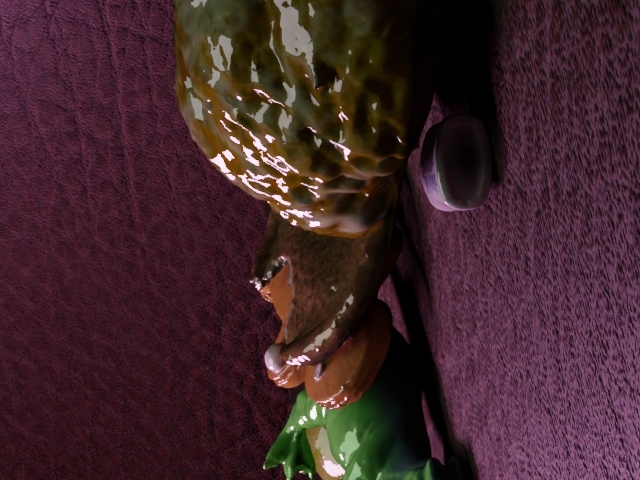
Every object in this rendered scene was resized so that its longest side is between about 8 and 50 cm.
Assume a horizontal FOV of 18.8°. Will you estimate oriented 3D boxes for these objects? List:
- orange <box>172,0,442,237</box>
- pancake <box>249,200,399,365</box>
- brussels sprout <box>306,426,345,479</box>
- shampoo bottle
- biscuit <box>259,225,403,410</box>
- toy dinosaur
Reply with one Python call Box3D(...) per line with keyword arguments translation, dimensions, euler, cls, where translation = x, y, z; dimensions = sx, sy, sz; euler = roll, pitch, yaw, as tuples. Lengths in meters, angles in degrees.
Box3D(translation=(-0.009, -0.150, 1.490), dimensions=(0.369, 0.210, 0.271), euler=(102, 167, -63), cls="orange")
Box3D(translation=(0.000, 0.000, 1.990), dimensions=(0.286, 0.033, 0.288), euler=(-30, 43, 52), cls="pancake")
Box3D(translation=(0.042, 0.239, 2.258), dimensions=(0.149, 0.122, 0.152), euler=(-108, 10, -74), cls="brussels sprout")
Box3D(translation=(0.102, -0.057, 1.472), dimensions=(0.099, 0.043, 0.072), euler=(166, 101, -86), cls="shampoo bottle")
Box3D(translation=(0.004, 0.053, 2.034), dimensions=(0.216, 0.047, 0.340), euler=(-52, 25, 24), cls="biscuit")
Box3D(translation=(0.058, 0.099, 2.005), dimensions=(0.374, 0.144, 0.500), euler=(151, 122, -69), cls="toy dinosaur")
